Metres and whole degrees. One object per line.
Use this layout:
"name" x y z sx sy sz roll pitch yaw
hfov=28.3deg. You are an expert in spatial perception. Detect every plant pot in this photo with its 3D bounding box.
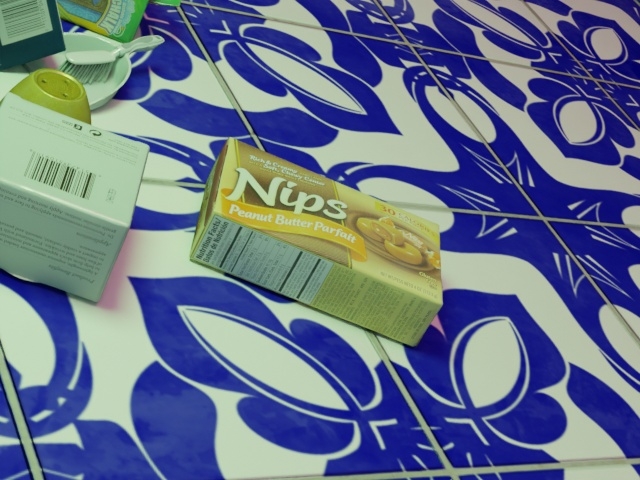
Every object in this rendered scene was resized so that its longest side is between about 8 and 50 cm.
"plant pot" -0.341 -0.158 1.586 0.134 0.095 0.134 21 32 -14

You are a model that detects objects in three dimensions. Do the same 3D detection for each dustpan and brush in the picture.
"dustpan and brush" -0.304 -0.255 1.787 0.147 0.060 0.211 43 34 21

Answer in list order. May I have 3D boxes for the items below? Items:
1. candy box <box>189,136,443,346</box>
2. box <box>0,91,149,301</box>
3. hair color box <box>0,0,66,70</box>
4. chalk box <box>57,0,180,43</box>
"candy box" 0.000 0.000 1.641 0.316 0.088 0.183 22 32 -11
"box" -0.305 -0.051 1.439 0.181 0.119 0.182 21 32 -13
"hair color box" -0.467 -0.412 1.756 0.105 0.174 0.347 -20 51 -17
"chalk box" -0.315 -0.395 1.915 0.213 0.132 0.132 21 31 -16
